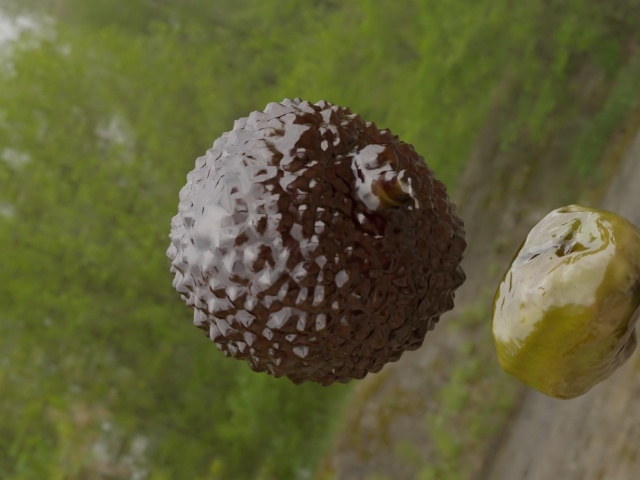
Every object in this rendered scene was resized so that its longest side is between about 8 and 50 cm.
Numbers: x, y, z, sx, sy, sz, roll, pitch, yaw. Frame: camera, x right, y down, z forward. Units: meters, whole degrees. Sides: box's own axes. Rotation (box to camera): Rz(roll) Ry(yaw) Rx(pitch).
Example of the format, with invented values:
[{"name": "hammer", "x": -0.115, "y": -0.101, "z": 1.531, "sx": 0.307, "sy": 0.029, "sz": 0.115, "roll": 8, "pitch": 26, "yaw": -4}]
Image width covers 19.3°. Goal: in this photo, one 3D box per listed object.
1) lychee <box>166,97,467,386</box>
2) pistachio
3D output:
[{"name": "lychee", "x": 0.000, "y": 0.000, "z": 1.687, "sx": 0.300, "sy": 0.264, "sz": 0.264, "roll": -32, "pitch": 28, "yaw": 47}, {"name": "pistachio", "x": 0.164, "y": 0.044, "z": 1.264, "sx": 0.110, "sy": 0.100, "sz": 0.189, "roll": -40, "pitch": -17, "yaw": -16}]
